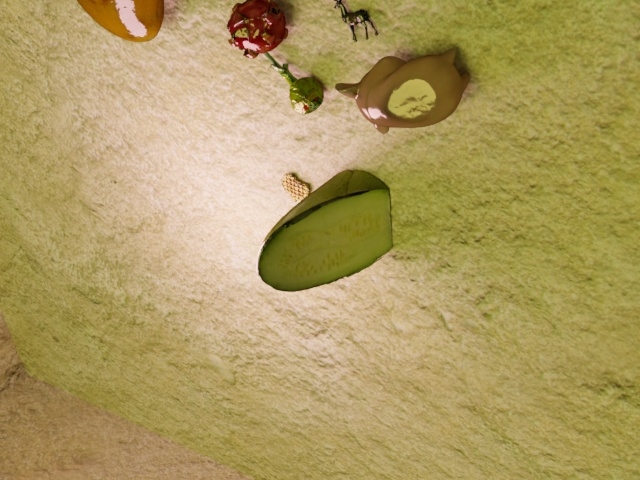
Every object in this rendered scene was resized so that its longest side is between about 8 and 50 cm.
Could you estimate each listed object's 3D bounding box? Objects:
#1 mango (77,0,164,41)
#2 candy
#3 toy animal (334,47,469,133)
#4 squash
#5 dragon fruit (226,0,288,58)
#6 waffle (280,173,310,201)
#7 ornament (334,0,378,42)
[{"bbox_3d":[-0.481,-0.633,2.252,0.264,0.221,0.378,13,139,30],"label":"mango"},{"bbox_3d":[-0.092,-0.396,2.232,0.262,0.077,0.073,47,163,12],"label":"candy"},{"bbox_3d":[0.176,-0.301,1.995,0.250,0.154,0.166,-5,127,47],"label":"toy animal"},{"bbox_3d":[0.000,0.000,2.278,0.210,0.309,0.234,20,133,28],"label":"squash"},{"bbox_3d":[-0.134,-0.473,2.149,0.133,0.136,0.166,25,159,-27],"label":"dragon fruit"},{"bbox_3d":[-0.064,-0.134,2.453,0.085,0.016,0.078,45,140,3],"label":"waffle"},{"bbox_3d":[0.067,-0.479,2.041,0.073,0.028,0.125,-3,121,44],"label":"ornament"}]
